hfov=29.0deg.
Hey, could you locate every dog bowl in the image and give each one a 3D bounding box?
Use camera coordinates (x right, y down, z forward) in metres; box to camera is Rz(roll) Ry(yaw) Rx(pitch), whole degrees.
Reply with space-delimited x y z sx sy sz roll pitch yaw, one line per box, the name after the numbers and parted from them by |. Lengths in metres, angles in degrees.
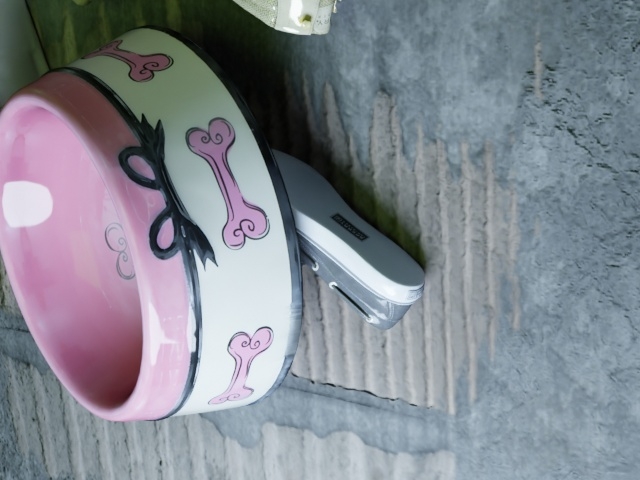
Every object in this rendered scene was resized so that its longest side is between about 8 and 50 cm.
-0.195 -0.002 1.246 0.408 0.150 0.407 30 129 45 | dog bowl

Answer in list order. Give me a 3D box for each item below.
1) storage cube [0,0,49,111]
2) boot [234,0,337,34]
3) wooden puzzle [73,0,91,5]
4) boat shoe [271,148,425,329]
-0.447 -0.182 1.452 0.193 0.184 0.214 -22 87 42 | storage cube
0.026 -0.270 1.065 0.262 0.095 0.203 20 126 20 | boot
-0.283 -0.437 1.201 0.322 0.080 0.348 41 126 -6 | wooden puzzle
0.000 0.000 1.185 0.228 0.080 0.076 38 124 18 | boat shoe
